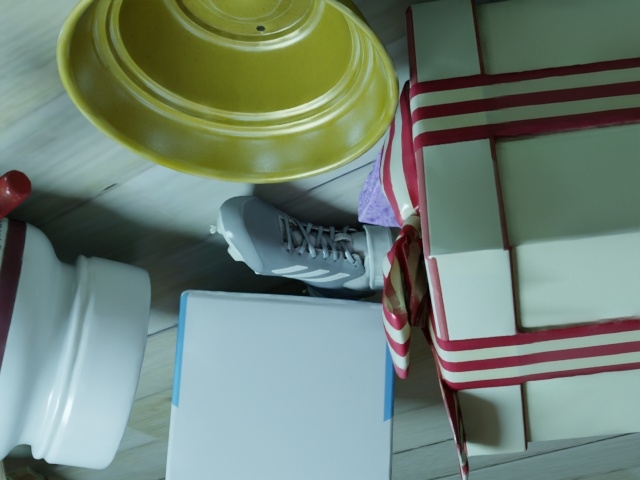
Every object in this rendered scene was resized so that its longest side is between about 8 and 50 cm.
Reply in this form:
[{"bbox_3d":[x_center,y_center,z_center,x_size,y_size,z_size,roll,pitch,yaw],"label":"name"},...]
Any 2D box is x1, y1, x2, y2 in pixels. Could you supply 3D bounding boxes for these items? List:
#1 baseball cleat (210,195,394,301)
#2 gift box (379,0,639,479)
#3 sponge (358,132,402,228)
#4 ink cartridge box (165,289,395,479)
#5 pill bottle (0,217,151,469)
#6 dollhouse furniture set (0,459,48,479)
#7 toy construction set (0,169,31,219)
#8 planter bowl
[{"bbox_3d":[0.000,0.000,1.008,0.109,0.072,0.206,-22,152,25],"label":"baseball cleat"},{"bbox_3d":[0.170,0.005,0.772,0.258,0.255,0.276,-6,134,7],"label":"gift box"},{"bbox_3d":[0.146,-0.039,0.952,0.210,0.031,0.117,8,148,-9],"label":"sponge"},{"bbox_3d":[-0.042,0.177,1.113,0.197,0.198,0.270,4,165,-4],"label":"ink cartridge box"},{"bbox_3d":[-0.360,0.073,0.997,0.392,0.224,0.224,14,148,-17],"label":"pill bottle"},{"bbox_3d":[-0.506,0.339,1.565,0.242,0.161,0.212,-19,157,-2],"label":"dollhouse furniture set"},{"bbox_3d":[-0.397,-0.026,0.800,0.308,0.258,0.237,24,140,-35],"label":"toy construction set"},{"bbox_3d":[-0.055,-0.134,0.748,0.217,0.090,0.217,4,149,3],"label":"planter bowl"}]
